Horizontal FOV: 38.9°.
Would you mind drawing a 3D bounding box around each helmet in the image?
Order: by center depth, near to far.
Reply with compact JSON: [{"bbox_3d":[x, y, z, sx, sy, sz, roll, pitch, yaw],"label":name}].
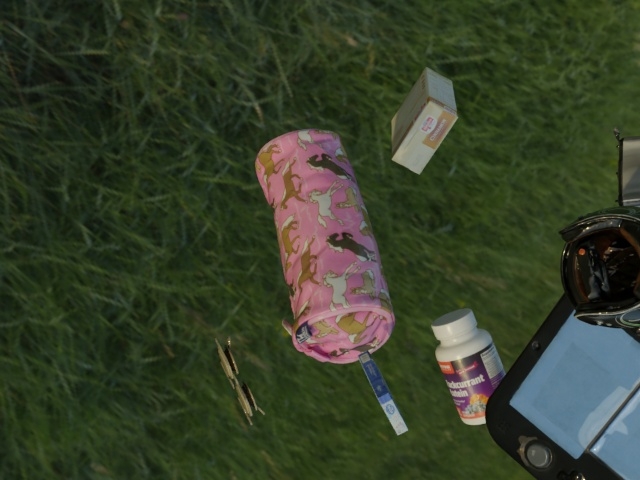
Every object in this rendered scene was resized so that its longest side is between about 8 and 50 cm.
[{"bbox_3d":[0.379,0.034,1.142,0.169,0.169,0.161,-61,153,10],"label":"helmet"}]

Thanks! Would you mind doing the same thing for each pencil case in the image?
[{"bbox_3d":[0.000,0.000,1.455,0.167,0.386,0.160,-7,146,-8],"label":"pencil case"}]

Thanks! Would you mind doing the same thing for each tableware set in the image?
[{"bbox_3d":[-0.188,0.320,2.120,0.039,0.194,0.128,-23,147,-14],"label":"tableware set"}]

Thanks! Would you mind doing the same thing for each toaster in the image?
[{"bbox_3d":[0.670,-0.118,1.852,0.185,0.110,0.168,43,49,-49],"label":"toaster"}]

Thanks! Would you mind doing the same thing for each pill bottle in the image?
[{"bbox_3d":[0.274,0.227,1.657,0.108,0.108,0.194,-28,97,-43],"label":"pill bottle"}]

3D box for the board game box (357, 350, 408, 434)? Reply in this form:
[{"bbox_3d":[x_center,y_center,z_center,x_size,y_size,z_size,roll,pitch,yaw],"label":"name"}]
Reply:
[{"bbox_3d":[0.088,0.215,1.284,0.020,0.090,0.090,-26,129,0],"label":"board game box"}]

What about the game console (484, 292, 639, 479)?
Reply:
[{"bbox_3d":[0.472,0.264,1.441,0.060,0.342,0.387,-7,133,-51],"label":"game console"}]

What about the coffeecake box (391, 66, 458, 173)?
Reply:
[{"bbox_3d":[0.204,-0.241,1.810,0.142,0.068,0.185,-57,-167,29],"label":"coffeecake box"}]
